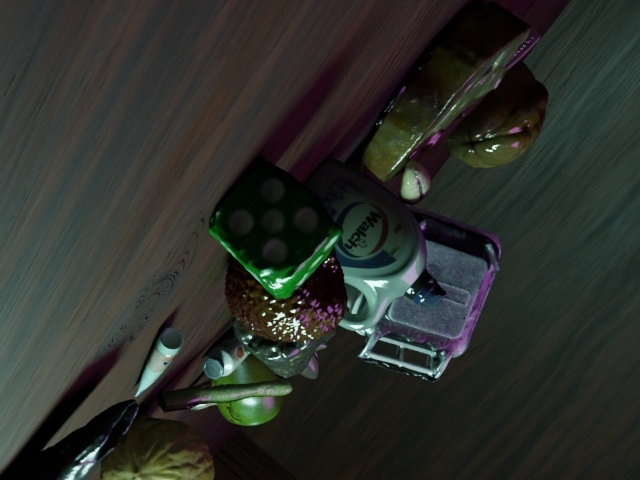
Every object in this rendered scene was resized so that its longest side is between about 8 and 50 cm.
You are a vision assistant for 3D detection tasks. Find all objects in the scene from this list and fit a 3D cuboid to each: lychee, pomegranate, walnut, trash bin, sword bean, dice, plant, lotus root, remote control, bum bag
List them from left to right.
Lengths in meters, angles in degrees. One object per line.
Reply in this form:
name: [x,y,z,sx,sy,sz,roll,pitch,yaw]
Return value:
bum bag: [-0.348,0.305,1.306,0.310,0.074,0.137,-44,-175,-4]
walnut: [-0.284,0.400,1.825,0.213,0.213,0.213,-49,174,-7]
sword bean: [-0.170,0.283,1.940,0.269,0.038,0.043,-2,164,-32]
pomegranate: [-0.177,0.306,2.196,0.209,0.180,0.180,-14,166,-8]
dice: [-0.055,-0.011,1.280,0.120,0.131,0.128,-48,175,-4]
lychee: [-0.050,0.057,1.525,0.194,0.194,0.194,-49,174,-7]
plant: [-0.058,0.160,1.965,0.181,0.194,0.321,-47,171,-1]
trash bin: [0.142,0.069,2.026,0.367,0.255,0.296,33,-75,66]
lotus root: [0.214,-0.258,1.882,0.375,0.111,0.390,-44,174,-11]
walnut: [0.370,-0.278,2.303,0.282,0.227,0.283,-17,-154,8]
remote control: [0.384,-0.407,2.236,0.230,0.090,0.049,-43,172,-40]

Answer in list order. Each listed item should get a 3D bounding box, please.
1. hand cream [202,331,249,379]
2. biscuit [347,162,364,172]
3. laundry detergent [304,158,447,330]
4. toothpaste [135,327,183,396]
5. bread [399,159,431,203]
hand cream: [-0.156,0.203,2.131,0.095,0.059,0.276,-19,-169,28]
biscuit: [0.050,-0.065,1.875,0.170,0.050,0.170,3,90,-86]
laundry detergent: [0.067,0.026,1.654,0.215,0.280,0.105,-50,175,0]
toothpaste: [-0.239,0.180,1.545,0.056,0.036,0.205,-49,178,-32]
bread: [0.172,-0.098,1.902,0.214,0.053,0.073,50,58,-84]
